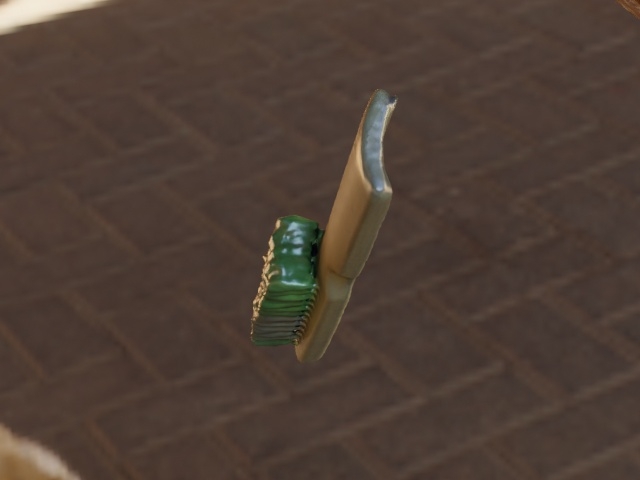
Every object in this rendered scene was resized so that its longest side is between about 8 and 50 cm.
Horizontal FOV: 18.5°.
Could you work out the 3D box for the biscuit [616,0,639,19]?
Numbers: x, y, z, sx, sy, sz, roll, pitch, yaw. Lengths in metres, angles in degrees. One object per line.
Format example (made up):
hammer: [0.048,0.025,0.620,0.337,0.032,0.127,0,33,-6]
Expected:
biscuit: [0.167,-0.128,0.938,0.035,0.184,0.249,-47,61,2]

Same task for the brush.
brush: [0.000,0.000,0.968,0.048,0.054,0.282,7,-19,-6]
